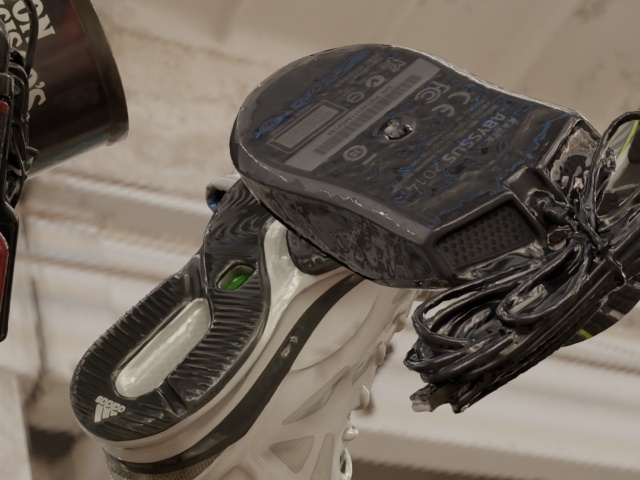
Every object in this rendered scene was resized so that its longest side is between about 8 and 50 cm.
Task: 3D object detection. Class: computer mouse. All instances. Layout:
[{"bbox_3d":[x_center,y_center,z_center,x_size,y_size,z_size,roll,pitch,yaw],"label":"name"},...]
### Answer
[{"bbox_3d":[0.057,-0.016,0.819,0.188,0.272,0.072,-36,-51,-18],"label":"computer mouse"}]

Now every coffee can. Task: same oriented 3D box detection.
[{"bbox_3d":[-0.313,-0.114,1.292,0.275,0.201,0.201,-26,-36,-16],"label":"coffee can"}]

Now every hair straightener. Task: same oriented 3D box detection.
[{"bbox_3d":[-0.175,-0.038,0.864,0.047,0.089,0.230,7,-59,0],"label":"hair straightener"}]

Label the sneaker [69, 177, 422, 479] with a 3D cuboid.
[{"bbox_3d":[-0.008,0.093,1.419,0.447,0.169,0.257,-42,-45,-30],"label":"sneaker"}]

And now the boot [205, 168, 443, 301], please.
[{"bbox_3d":[0.000,0.000,1.723,0.123,0.258,0.095,-30,-38,-39],"label":"boot"}]

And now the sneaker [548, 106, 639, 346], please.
[{"bbox_3d":[0.273,-0.026,1.509,0.300,0.111,0.121,-49,-3,4],"label":"sneaker"}]
